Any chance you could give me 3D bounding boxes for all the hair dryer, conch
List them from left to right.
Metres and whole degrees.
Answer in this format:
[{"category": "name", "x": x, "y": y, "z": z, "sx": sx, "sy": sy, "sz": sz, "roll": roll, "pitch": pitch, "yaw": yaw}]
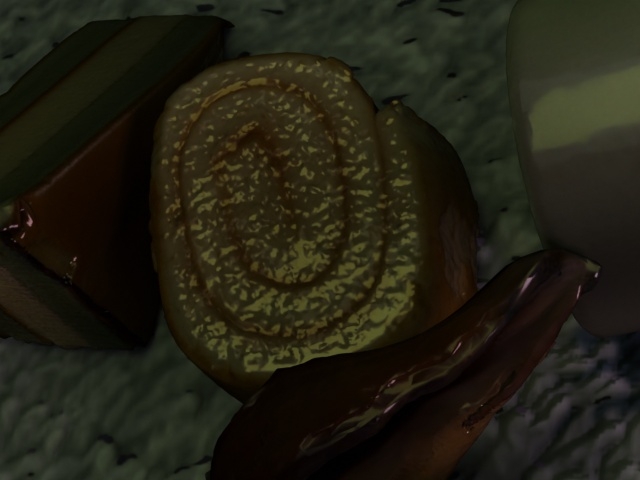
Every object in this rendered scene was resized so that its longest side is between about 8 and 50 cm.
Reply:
[{"category": "conch", "x": 0.004, "y": 0.082, "z": 0.674, "sx": 0.080, "sy": 0.086, "sz": 0.233, "roll": 55, "pitch": 129, "yaw": 50}, {"category": "hair dryer", "x": 0.131, "y": -0.142, "z": 0.597, "sx": 0.203, "sy": 0.362, "sz": 0.128, "roll": -13, "pitch": 30, "yaw": 20}]

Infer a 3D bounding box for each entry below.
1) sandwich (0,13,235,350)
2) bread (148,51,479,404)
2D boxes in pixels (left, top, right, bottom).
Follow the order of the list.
[{"category": "sandwich", "x": -0.106, "y": -0.050, "z": 0.796, "sx": 0.079, "sy": 0.113, "sz": 0.163, "roll": 3, "pitch": 65, "yaw": 27}, {"category": "bread", "x": 0.000, "y": 0.000, "z": 0.750, "sx": 0.122, "sy": 0.073, "sz": 0.149, "roll": -14, "pitch": 61, "yaw": 12}]
